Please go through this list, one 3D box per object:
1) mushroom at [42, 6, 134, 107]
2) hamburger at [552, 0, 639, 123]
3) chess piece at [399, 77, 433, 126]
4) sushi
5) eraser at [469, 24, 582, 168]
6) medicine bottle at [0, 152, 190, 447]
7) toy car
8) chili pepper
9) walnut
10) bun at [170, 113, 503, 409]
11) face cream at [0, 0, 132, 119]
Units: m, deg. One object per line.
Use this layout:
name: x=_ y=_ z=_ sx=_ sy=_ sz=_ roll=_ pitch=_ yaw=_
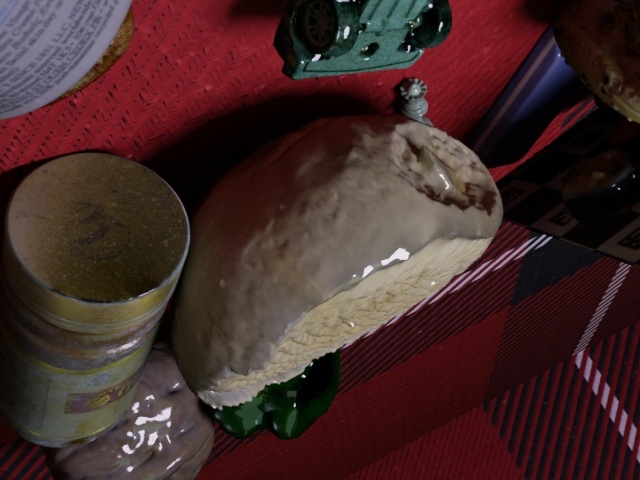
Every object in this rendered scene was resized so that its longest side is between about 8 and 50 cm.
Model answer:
mushroom: x=-0.183 y=-0.132 z=0.670 sx=0.127 sy=0.087 sz=0.127 roll=-22 pitch=153 yaw=-12
hamburger: x=0.326 y=-0.208 z=0.963 sx=0.192 sy=0.288 sz=0.167 roll=10 pitch=120 yaw=0
chess piece: x=0.098 y=-0.135 z=1.068 sx=0.042 sy=0.042 sz=0.093 roll=-26 pitch=153 yaw=-9
sushi: x=0.356 y=-0.127 z=1.112 sx=0.343 sy=0.064 sz=0.359 roll=-35 pitch=-160 yaw=-10
eraser: x=0.249 y=-0.165 z=1.182 sx=0.082 sy=0.036 sz=0.225 roll=-16 pitch=154 yaw=-31
medicine bottle: x=-0.228 y=0.072 z=0.965 sx=0.151 sy=0.151 sz=0.322 roll=-16 pitch=154 yaw=-29
toy car: x=0.076 y=-0.245 z=0.724 sx=0.141 sy=0.097 sz=0.320 roll=-13 pitch=152 yaw=-35
chili pepper: x=-0.055 y=0.126 z=1.275 sx=0.165 sy=0.261 sz=0.174 roll=-14 pitch=120 yaw=17
walnut: x=-0.229 y=0.224 z=1.240 sx=0.224 sy=0.224 sz=0.224 roll=-25 pitch=157 yaw=-11
bun: x=-0.005 y=-0.001 z=1.012 sx=0.364 sy=0.202 sz=0.364 roll=-31 pitch=167 yaw=-8
face cream: x=-0.194 y=-0.157 z=0.486 sx=0.177 sy=0.177 sz=0.153 roll=-35 pitch=159 yaw=15
